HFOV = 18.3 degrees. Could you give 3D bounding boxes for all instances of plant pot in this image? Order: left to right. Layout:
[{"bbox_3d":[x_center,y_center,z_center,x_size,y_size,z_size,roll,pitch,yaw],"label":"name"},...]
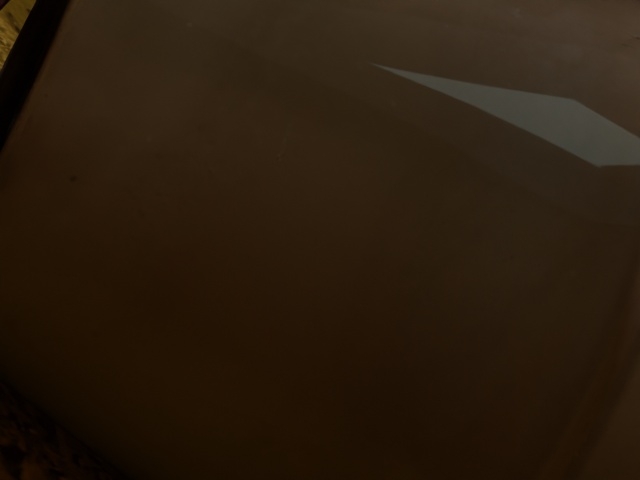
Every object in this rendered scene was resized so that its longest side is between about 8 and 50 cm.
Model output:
[{"bbox_3d":[0.000,0.000,0.812,0.280,0.323,0.323,25,24,-15],"label":"plant pot"}]

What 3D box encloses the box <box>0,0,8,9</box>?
[{"bbox_3d":[-0.202,-0.088,0.740,0.122,0.128,0.257,45,18,-11],"label":"box"}]
